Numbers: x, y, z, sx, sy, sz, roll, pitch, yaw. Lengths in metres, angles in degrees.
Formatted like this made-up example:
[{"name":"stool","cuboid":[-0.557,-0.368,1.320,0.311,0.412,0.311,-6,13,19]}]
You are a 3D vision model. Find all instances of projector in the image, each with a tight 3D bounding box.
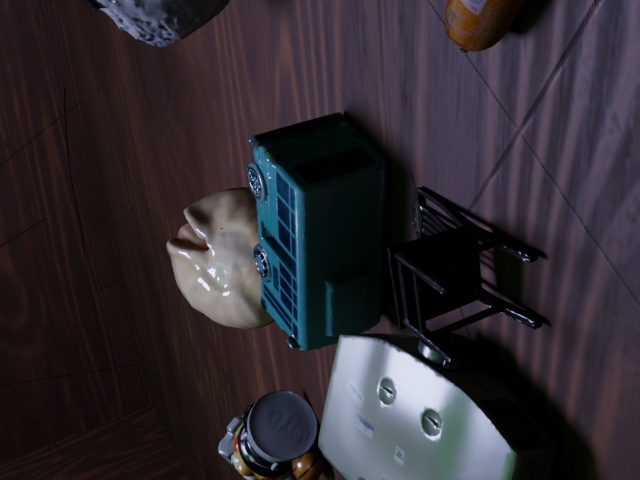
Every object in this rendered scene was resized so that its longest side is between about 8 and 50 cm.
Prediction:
[{"name":"projector","cuboid":[0.113,0.190,0.948,0.269,0.088,0.194,30,114,49]}]

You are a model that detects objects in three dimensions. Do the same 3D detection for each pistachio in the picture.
[{"name":"pistachio","cuboid":[-0.109,0.019,1.339,0.193,0.214,0.318,-61,17,3]}]

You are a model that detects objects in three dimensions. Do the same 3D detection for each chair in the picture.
[{"name":"chair","cuboid":[0.101,0.022,0.874,0.212,0.101,0.084,37,142,57]}]

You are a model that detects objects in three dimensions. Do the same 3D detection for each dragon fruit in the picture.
[{"name":"dragon fruit","cuboid":[-0.168,-0.378,1.110,0.221,0.204,0.283,48,-154,-37]}]

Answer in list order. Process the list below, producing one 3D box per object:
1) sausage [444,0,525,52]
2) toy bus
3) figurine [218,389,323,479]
[{"name":"sausage","cuboid":[0.144,-0.227,0.598,0.053,0.053,0.348,65,160,19]},{"name":"toy bus","cuboid":[0.000,0.000,1.093,0.147,0.128,0.256,49,149,45]},{"name":"figurine","cuboid":[-0.081,0.362,1.653,0.176,0.133,0.236,48,150,8]}]
